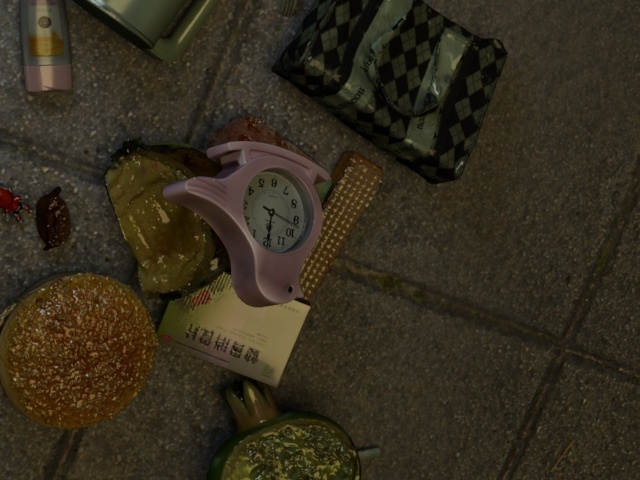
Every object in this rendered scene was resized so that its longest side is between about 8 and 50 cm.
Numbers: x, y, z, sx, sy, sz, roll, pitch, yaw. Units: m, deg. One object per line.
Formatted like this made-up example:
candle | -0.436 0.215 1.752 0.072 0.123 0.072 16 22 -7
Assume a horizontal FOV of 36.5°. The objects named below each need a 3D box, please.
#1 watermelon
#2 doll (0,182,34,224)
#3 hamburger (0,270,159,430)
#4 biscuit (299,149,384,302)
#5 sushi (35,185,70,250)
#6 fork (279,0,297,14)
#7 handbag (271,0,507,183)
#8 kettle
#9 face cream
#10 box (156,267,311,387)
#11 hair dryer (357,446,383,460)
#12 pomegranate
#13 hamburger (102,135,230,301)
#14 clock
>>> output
watermelon | -0.119 -0.120 1.827 0.256 0.140 0.193 50 54 -21
doll | -0.562 -0.077 1.721 0.057 0.039 0.114 -35 125 19
hamburger | -0.442 0.197 1.763 0.302 0.170 0.302 -6 106 -21
biscuit | 0.000 0.000 1.949 0.094 0.054 0.378 29 92 -24
sushi | -0.485 -0.035 1.754 0.052 0.055 0.120 -16 119 -28
fork | -0.052 -0.532 1.811 0.034 0.028 0.219 1 103 -18
handbag | 0.154 -0.344 1.869 0.416 0.180 0.316 33 78 -24
kettle | -0.274 -0.497 1.659 0.205 0.265 0.318 33 88 5
face cream | -0.475 -0.356 1.673 0.084 0.057 0.198 -8 105 -22
box | -0.169 0.154 1.878 0.260 0.062 0.175 22 95 -7
hair dryer | 0.075 0.461 2.103 0.137 0.047 0.082 -4 104 -26
pomegranate | -0.095 0.445 1.954 0.310 0.216 0.358 -23 80 -14
hamburger | -0.255 -0.050 1.753 0.211 0.132 0.308 -14 101 11
clock | -0.131 -0.036 1.682 0.290 0.080 0.275 18 73 -34
